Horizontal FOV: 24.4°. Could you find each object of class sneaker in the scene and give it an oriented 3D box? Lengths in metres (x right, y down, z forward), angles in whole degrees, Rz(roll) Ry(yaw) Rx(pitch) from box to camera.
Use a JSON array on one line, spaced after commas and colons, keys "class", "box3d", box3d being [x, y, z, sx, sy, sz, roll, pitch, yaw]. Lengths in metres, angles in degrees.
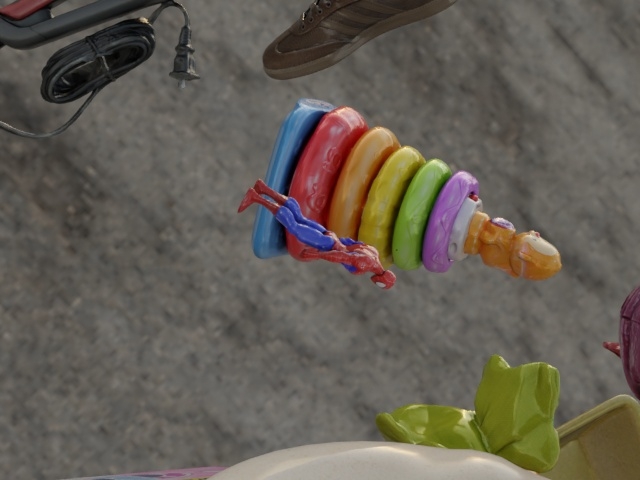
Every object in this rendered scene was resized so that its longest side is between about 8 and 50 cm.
[{"class": "sneaker", "box3d": [0.026, -0.205, 1.263, 0.071, 0.188, 0.066, 60, 12, -28]}]

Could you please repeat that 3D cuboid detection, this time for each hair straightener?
[{"class": "hair straightener", "box3d": [-0.100, -0.118, 0.795, 0.089, 0.230, 0.047, 62, -4, -1]}]

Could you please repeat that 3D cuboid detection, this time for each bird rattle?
[{"class": "bird rattle", "box3d": [0.155, 0.218, 1.156, 0.207, 0.143, 0.253, 29, 38, -85]}]

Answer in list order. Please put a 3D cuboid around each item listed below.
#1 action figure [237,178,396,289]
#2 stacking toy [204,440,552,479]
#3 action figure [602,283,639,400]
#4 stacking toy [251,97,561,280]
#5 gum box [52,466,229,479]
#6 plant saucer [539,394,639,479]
[{"class": "action figure", "box3d": [0.000, 0.000, 0.997, 0.115, 0.030, 0.038, 29, 17, 4]}, {"class": "stacking toy", "box3d": [0.030, 0.383, 0.809, 0.351, 0.479, 0.350, 11, 23, -5]}, {"class": "action figure", "box3d": [0.251, 0.084, 0.801, 0.276, 0.248, 0.370, 13, 0, -27]}, {"class": "stacking toy", "box3d": [0.097, -0.025, 1.472, 0.302, 0.165, 0.175, 19, 9, 18]}, {"class": "gum box", "box3d": [-0.117, 0.178, 0.914, 0.188, 0.107, 0.062, 0, 84, -34]}, {"class": "plant saucer", "box3d": [0.189, 0.345, 1.392, 0.332, 0.333, 0.081, 68, -13, -17]}]
